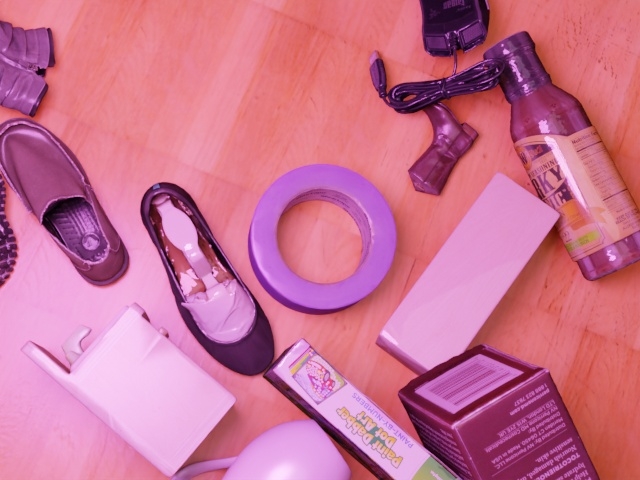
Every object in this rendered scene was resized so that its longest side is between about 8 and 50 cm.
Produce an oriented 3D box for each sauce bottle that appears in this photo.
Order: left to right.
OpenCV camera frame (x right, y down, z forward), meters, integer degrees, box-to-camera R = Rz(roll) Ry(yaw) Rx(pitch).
[{"bbox_3d":[0.326,-0.116,1.506,0.111,0.111,0.344,-25,82,-10],"label":"sauce bottle"}]

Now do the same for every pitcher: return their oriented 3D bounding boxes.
[{"bbox_3d":[-0.081,0.297,1.368,0.207,0.125,0.178,-35,42,-9],"label":"pitcher"}]

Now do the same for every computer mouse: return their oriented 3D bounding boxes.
[{"bbox_3d":[0.152,-0.286,1.535,0.184,0.060,0.262,-18,62,19],"label":"computer mouse"}]

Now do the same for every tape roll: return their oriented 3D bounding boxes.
[{"bbox_3d":[0.000,0.000,1.461,0.188,0.080,0.189,1,80,-6],"label":"tape roll"}]

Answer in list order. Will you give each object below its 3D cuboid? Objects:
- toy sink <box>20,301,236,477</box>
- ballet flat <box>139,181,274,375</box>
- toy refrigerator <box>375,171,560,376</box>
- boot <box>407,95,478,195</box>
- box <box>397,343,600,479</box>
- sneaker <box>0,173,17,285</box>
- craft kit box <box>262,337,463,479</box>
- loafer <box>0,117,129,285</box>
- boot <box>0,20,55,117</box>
[{"bbox_3d":[-0.227,0.164,1.370,0.234,0.153,0.131,40,78,2],"label":"toy sink"},{"bbox_3d":[-0.152,0.050,1.425,0.095,0.096,0.280,-32,86,-7],"label":"ballet flat"},{"bbox_3d":[0.191,0.053,1.470,0.102,0.094,0.269,35,78,7],"label":"toy refrigerator"},{"bbox_3d":[0.145,-0.128,1.524,0.106,0.037,0.114,36,83,2],"label":"boot"},{"bbox_3d":[0.255,0.327,1.333,0.143,0.191,0.381,-27,101,-12],"label":"box"},{"bbox_3d":[-0.438,-0.013,1.429,0.073,0.063,0.162,-5,90,24],"label":"sneaker"},{"bbox_3d":[0.042,0.222,1.342,0.246,0.250,0.061,44,80,2],"label":"craft kit box"},{"bbox_3d":[-0.330,-0.058,1.426,0.094,0.087,0.251,-38,87,-11],"label":"loafer"},{"bbox_3d":[-0.431,-0.281,1.468,0.161,0.083,0.247,5,73,-21],"label":"boot"}]
